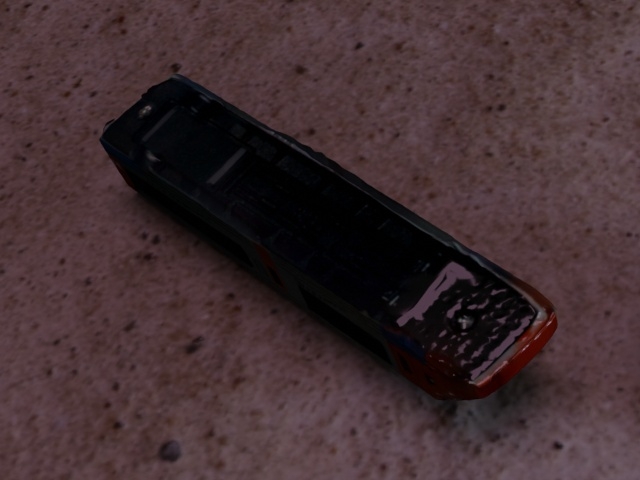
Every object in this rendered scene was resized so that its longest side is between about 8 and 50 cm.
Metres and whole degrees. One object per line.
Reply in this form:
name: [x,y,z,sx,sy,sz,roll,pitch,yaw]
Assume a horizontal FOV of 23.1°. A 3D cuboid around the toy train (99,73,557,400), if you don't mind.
toy train: [0.000,0.000,1.115,0.086,0.089,0.409,-43,50,-17]
